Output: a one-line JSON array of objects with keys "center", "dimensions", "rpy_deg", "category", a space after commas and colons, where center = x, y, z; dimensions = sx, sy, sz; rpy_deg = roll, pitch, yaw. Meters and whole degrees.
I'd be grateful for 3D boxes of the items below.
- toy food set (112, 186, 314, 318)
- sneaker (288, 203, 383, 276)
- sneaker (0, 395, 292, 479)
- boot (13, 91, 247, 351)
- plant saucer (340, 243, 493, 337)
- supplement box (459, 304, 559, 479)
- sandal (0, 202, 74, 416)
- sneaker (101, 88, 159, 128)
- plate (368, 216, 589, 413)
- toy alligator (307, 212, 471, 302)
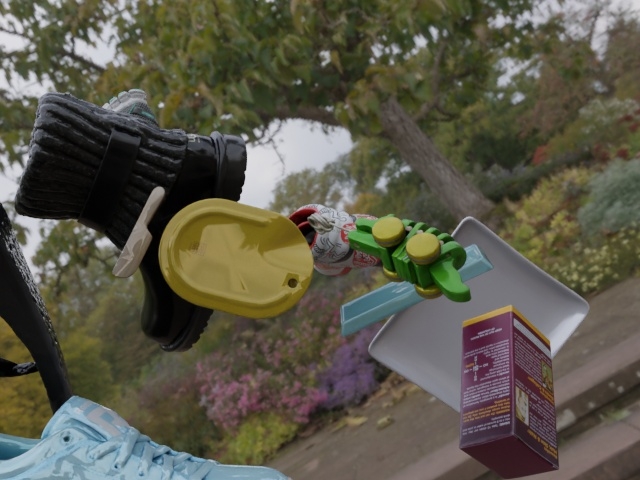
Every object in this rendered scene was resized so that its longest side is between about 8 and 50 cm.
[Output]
[{"center": [-0.116, 0.021, 0.856], "dimensions": [0.071, 0.217, 0.128], "rpy_deg": [106, 180, -77], "category": "toy food set"}, {"center": [0.000, -0.001, 1.095], "dimensions": [0.144, 0.090, 0.270], "rpy_deg": [12, -8, -22], "category": "sneaker"}, {"center": [-0.205, 0.227, 0.702], "dimensions": [0.365, 0.150, 0.135], "rpy_deg": [-5, 0, 1], "category": "sneaker"}, {"center": [-0.260, -0.010, 0.936], "dimensions": [0.260, 0.131, 0.348], "rpy_deg": [5, -64, -26], "category": "boot"}, {"center": [0.107, 0.056, 0.853], "dimensions": [0.192, 0.018, 0.067], "rpy_deg": [-27, 15, 9], "category": "plant saucer"}, {"center": [0.242, 0.195, 0.934], "dimensions": [0.080, 0.104, 0.188], "rpy_deg": [-27, 37, 37], "category": "supplement box"}, {"center": [-0.360, 0.027, 0.731], "dimensions": [0.106, 0.167, 0.446], "rpy_deg": [-23, -51, -16], "category": "sandal"}, {"center": [-0.288, -0.129, 0.968], "dimensions": [0.166, 0.076, 0.065], "rpy_deg": [-36, -4, 4], "category": "sneaker"}, {"center": [0.260, 0.141, 1.199], "dimensions": [0.277, 0.278, 0.045], "rpy_deg": [-55, 12, 5], "category": "plate"}, {"center": [0.068, -0.001, 0.649], "dimensions": [0.051, 0.189, 0.056], "rpy_deg": [-41, -45, -23], "category": "toy alligator"}]
